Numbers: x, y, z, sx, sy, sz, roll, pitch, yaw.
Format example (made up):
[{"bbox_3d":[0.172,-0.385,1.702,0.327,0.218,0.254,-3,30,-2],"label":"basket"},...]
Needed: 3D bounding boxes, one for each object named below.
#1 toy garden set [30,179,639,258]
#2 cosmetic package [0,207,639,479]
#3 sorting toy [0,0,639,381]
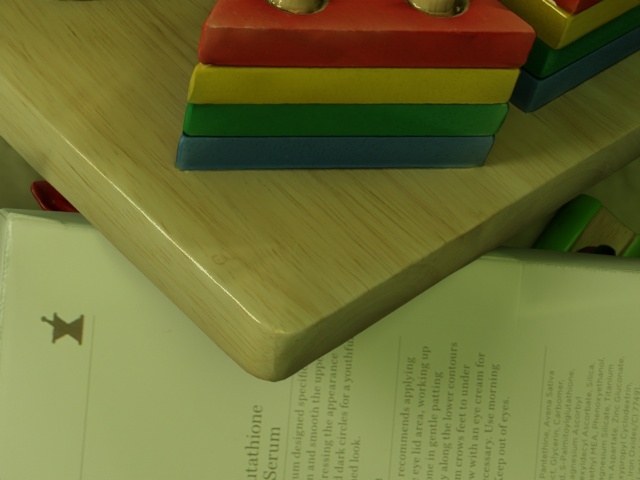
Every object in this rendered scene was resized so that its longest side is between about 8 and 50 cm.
[{"bbox_3d":[0.000,0.000,0.671,0.244,0.049,0.204,40,74,-5],"label":"toy garden set"},{"bbox_3d":[0.009,0.186,0.584,0.284,0.097,0.377,5,91,-16],"label":"cosmetic package"},{"bbox_3d":[-0.007,-0.112,0.573,0.255,0.089,0.257,-30,61,-37],"label":"sorting toy"}]
